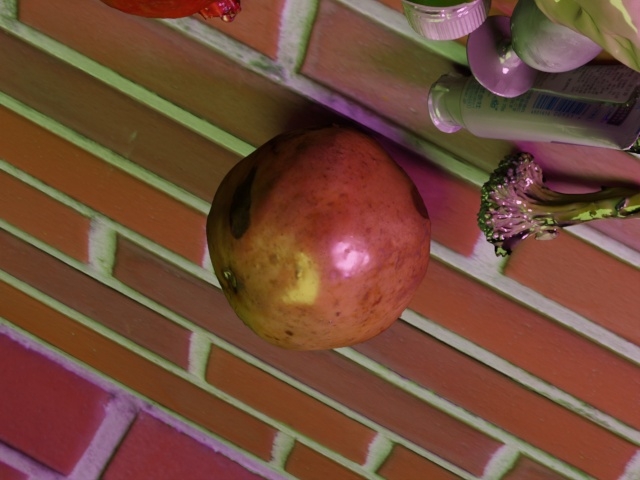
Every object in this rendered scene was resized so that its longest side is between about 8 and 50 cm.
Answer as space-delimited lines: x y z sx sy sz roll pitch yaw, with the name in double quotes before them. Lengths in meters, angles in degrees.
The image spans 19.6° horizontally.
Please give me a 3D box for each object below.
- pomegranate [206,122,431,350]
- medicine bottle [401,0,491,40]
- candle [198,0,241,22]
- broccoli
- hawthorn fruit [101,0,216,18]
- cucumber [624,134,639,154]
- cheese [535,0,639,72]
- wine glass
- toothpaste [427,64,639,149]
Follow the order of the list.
"pomegranate" 0.000 0.000 2.240 0.281 0.281 0.281 24 154 13
"medicine bottle" 0.106 -0.287 1.792 0.132 0.088 0.188 16 151 28
"candle" -0.131 -0.291 2.087 0.052 0.052 0.131 10 149 37
"broccoli" 0.275 -0.040 2.076 0.204 0.118 0.122 0 113 23
"hawthorn fruit" -0.172 -0.324 1.913 0.205 0.205 0.253 42 161 -23
"cucumber" 0.335 -0.111 1.913 0.181 0.053 0.053 15 151 27
"cheese" 0.243 -0.281 1.550 0.248 0.173 0.251 66 168 -25
"wine glass" 0.228 -0.208 1.801 0.093 0.093 0.202 38 156 -15
"toothpaste" 0.235 -0.141 1.919 0.299 0.114 0.073 7 144 50
